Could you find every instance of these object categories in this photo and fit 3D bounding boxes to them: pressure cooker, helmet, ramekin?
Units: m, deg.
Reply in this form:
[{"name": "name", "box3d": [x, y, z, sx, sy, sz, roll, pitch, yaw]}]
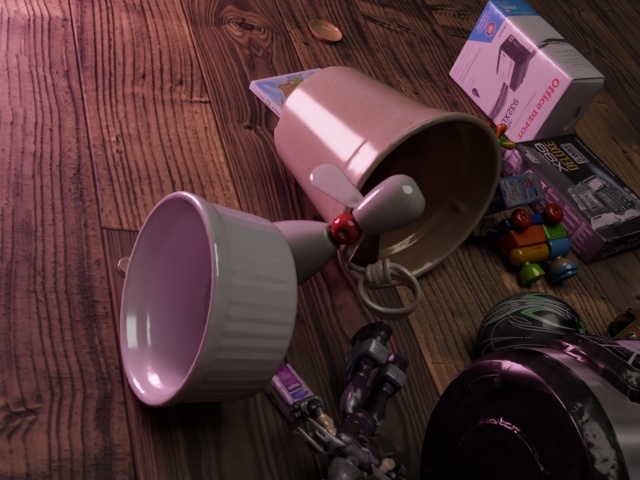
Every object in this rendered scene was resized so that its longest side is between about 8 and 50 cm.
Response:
[{"name": "pressure cooker", "box3d": [0.384, 0.317, 1.177, 0.420, 0.375, 0.370, 5, 63, -27]}, {"name": "helmet", "box3d": [0.347, 0.164, 1.500, 0.161, 0.169, 0.169, 39, 36, -14]}, {"name": "ramekin", "box3d": [-0.147, 0.082, 1.196, 0.135, 0.277, 0.277, 9, 41, -33]}]

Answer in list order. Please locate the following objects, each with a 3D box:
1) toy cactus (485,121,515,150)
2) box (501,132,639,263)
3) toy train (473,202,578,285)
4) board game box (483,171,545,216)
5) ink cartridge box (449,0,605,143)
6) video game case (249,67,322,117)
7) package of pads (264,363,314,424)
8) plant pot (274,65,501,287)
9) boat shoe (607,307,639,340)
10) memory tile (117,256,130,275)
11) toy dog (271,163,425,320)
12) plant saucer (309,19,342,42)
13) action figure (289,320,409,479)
[{"name": "toy cactus", "box3d": [0.299, -0.202, 1.930, 0.180, 0.112, 0.219, 31, 54, 28]}, {"name": "box", "box3d": [0.564, -0.099, 1.988, 0.242, 0.076, 0.307, -11, 52, -39]}, {"name": "toy train", "box3d": [0.375, 0.023, 1.732, 0.248, 0.105, 0.143, -9, 68, -32]}, {"name": "board game box", "box3d": [0.334, -0.081, 1.764, 0.194, 0.194, 0.060, -13, 87, -41]}, {"name": "ink cartridge box", "box3d": [0.477, -0.385, 2.143, 0.129, 0.223, 0.307, -10, 51, -38]}, {"name": "video game case", "box3d": [-0.011, -0.280, 1.888, 0.212, 0.023, 0.193, -21, 59, -44]}, {"name": "package of pads", "box3d": [-0.043, 0.217, 1.293, 0.050, 0.032, 0.083, -14, 54, -45]}, {"name": "plant pot", "box3d": [0.086, -0.141, 1.584, 0.334, 0.334, 0.305, -8, 39, -37]}, {"name": "boat shoe", "box3d": [0.588, 0.167, 1.669, 0.104, 0.110, 0.307, 40, 39, 14]}, {"name": "memory tile", "box3d": [-0.227, 0.045, 1.393, 0.113, 0.012, 0.148, 39, 38, 14]}, {"name": "toy dog", "box3d": [0.000, 0.000, 1.364, 0.334, 0.220, 0.161, -4, 13, 14]}, {"name": "plant saucer", "box3d": [0.010, -0.490, 2.148, 0.083, 0.015, 0.083, 17, 40, -15]}, {"name": "action figure", "box3d": [0.053, 0.246, 1.247, 0.185, 0.099, 0.285, 47, 36, -15]}]
